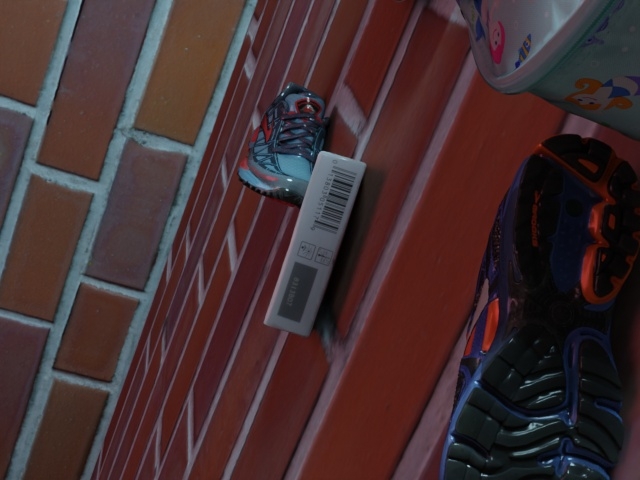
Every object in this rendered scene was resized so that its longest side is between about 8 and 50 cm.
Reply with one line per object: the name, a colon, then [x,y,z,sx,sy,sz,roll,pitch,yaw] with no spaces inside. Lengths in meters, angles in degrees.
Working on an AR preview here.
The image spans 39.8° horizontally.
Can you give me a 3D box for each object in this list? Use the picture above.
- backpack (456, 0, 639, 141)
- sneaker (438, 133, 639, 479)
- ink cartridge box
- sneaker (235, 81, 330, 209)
backpack: [0.139,-0.181,0.416,0.254,0.191,0.225,-95,27,-44]
sneaker: [0.112,0.059,0.461,0.087,0.083,0.221,106,-178,-79]
ink cartridge box: [0.000,0.000,0.996,0.232,0.066,0.189,-7,-65,-83]
sneaker: [-0.044,-0.137,1.166,0.262,0.104,0.125,-101,34,-61]
